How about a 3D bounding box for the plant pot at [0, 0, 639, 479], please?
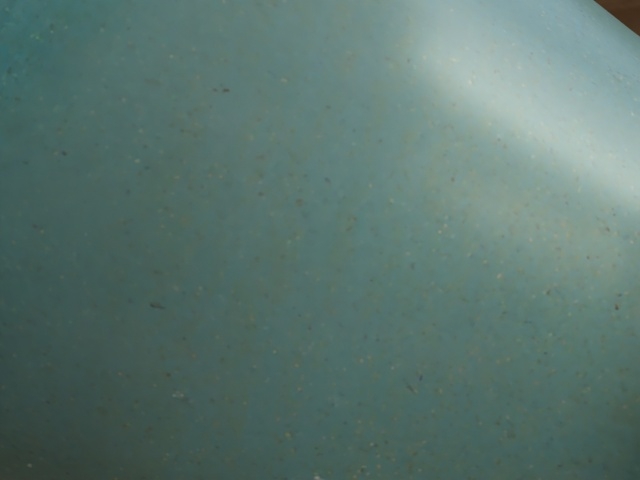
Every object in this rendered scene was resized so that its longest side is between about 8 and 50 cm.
[{"bbox_3d":[0.000,0.000,0.507,0.271,0.255,0.271,21,90,-82],"label":"plant pot"}]
